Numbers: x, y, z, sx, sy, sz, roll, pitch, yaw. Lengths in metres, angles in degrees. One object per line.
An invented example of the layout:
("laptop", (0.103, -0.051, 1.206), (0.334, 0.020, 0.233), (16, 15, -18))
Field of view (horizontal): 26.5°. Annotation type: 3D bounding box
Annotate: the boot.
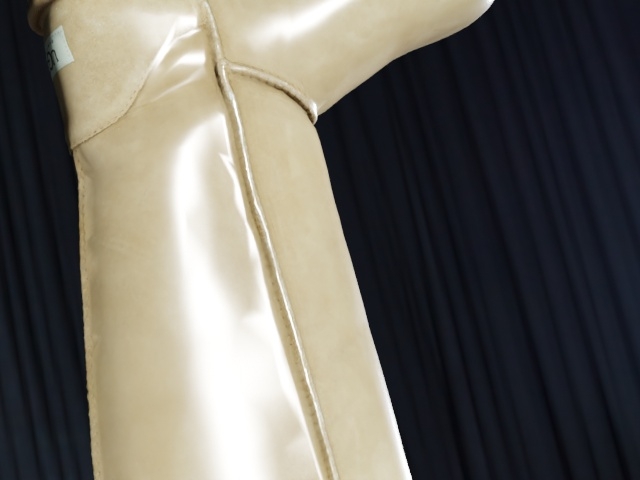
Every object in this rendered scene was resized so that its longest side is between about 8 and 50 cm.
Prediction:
("boot", (0.000, 0.000, 0.585), (0.236, 0.269, 0.089), (-10, -10, -18))
